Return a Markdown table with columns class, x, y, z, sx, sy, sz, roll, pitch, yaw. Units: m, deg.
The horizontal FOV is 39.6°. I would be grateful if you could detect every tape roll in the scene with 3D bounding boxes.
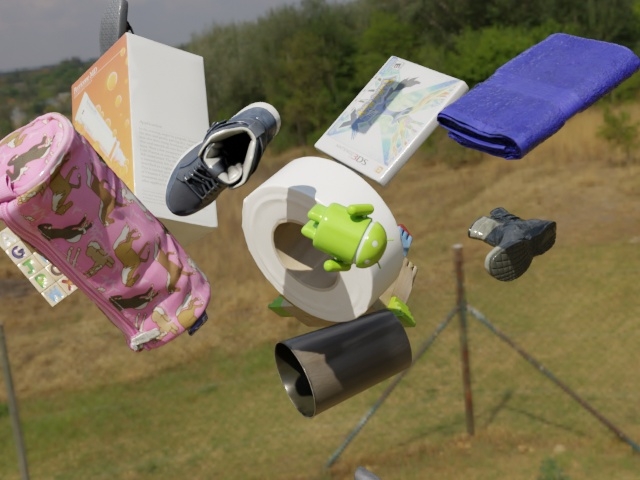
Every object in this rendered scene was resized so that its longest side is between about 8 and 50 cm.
| class | x | y | z | sx | sy | sz | roll | pitch | yaw |
| --- | --- | --- | --- | --- | --- | --- | --- | --- | --- |
| tape roll | 0.000 | 0.000 | 1.543 | 0.286 | 0.286 | 0.100 | 4 | 36 | 44 |

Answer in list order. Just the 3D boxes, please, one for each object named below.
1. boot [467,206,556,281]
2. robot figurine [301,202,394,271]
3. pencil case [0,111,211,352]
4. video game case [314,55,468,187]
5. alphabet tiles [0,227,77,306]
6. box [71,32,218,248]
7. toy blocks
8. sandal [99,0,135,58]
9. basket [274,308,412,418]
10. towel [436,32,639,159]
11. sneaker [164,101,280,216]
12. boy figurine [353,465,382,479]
| class | x | y | z | sx | sy | sz | roll | pitch | yaw |
| --- | --- | --- | --- | --- | --- | --- | --- | --- | --- |
| boot | 0.379 | 0.006 | 1.898 | 0.161 | 0.084 | 0.246 | 17 | 32 | 39 |
| robot figurine | 0.036 | -0.007 | 1.158 | 0.115 | 0.101 | 0.067 | 25 | 23 | 7 |
| pencil case | -0.309 | 0.000 | 1.249 | 0.160 | 0.386 | 0.167 | -37 | 41 | -3 |
| video game case | 0.173 | -0.311 | 2.269 | 0.329 | 0.036 | 0.300 | -49 | 40 | -5 |
| alphabet tiles | -0.545 | -0.003 | 1.922 | 0.237 | 0.198 | 0.009 | -40 | -4 | -22 |
| box | -0.324 | -0.157 | 1.608 | 0.168 | 0.346 | 0.215 | 11 | -28 | -40 |
| toy blocks | 0.080 | 0.055 | 1.982 | 0.381 | 0.261 | 0.190 | -5 | -36 | 48 |
| sandal | -0.428 | -0.385 | 1.890 | 0.054 | 0.255 | 0.097 | -7 | 21 | -37 |
| basket | 0.050 | 0.229 | 1.721 | 0.226 | 0.154 | 0.204 | -20 | 7 | -18 |
| towel | 0.390 | -0.256 | 1.592 | 0.308 | 0.076 | 0.227 | -36 | 36 | -16 |
| sneaker | -0.160 | -0.097 | 1.267 | 0.226 | 0.086 | 0.163 | -43 | 12 | 21 |
| boy figurine | -0.011 | 0.427 | 1.132 | 0.285 | 0.177 | 0.092 | -39 | 27 | -19 |
